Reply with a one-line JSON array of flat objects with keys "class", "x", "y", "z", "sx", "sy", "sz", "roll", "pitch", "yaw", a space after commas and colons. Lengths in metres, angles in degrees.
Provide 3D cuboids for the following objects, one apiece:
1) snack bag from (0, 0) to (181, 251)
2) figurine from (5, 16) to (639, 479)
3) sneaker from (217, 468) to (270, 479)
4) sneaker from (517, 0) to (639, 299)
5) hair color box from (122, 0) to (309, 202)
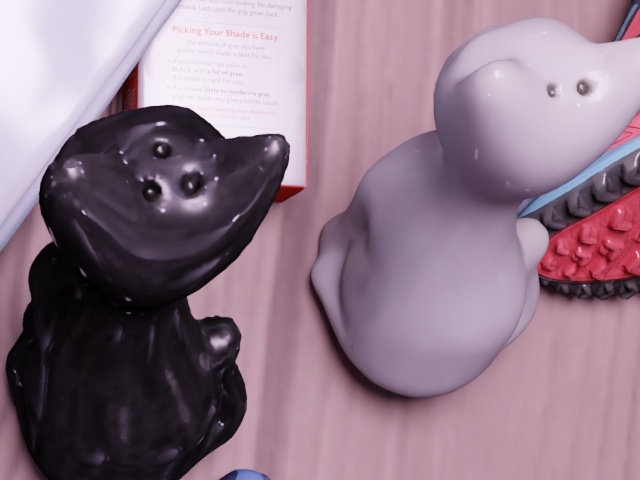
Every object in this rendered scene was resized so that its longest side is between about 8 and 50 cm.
[{"class": "snack bag", "x": -0.203, "y": -0.152, "z": 0.546, "sx": 0.342, "sy": 0.037, "sz": 0.323, "roll": 35, "pitch": 86, "yaw": -11}, {"class": "figurine", "x": 0.000, "y": 0.000, "z": 0.516, "sx": 0.214, "sy": 0.209, "sz": 0.092, "roll": -16, "pitch": 70, "yaw": -18}, {"class": "sneaker", "x": -0.081, "y": 0.127, "z": 0.566, "sx": 0.144, "sy": 0.053, "sz": 0.059, "roll": -36, "pitch": 91, "yaw": -19}, {"class": "sneaker", "x": 0.178, "y": -0.078, "z": 0.660, "sx": 0.262, "sy": 0.125, "sz": 0.104, "roll": -35, "pitch": 137, "yaw": -2}, {"class": "hair color box", "x": -0.043, "y": -0.089, "z": 0.611, "sx": 0.072, "sy": 0.043, "sz": 0.141, "roll": 3, "pitch": 83, "yaw": -15}]
